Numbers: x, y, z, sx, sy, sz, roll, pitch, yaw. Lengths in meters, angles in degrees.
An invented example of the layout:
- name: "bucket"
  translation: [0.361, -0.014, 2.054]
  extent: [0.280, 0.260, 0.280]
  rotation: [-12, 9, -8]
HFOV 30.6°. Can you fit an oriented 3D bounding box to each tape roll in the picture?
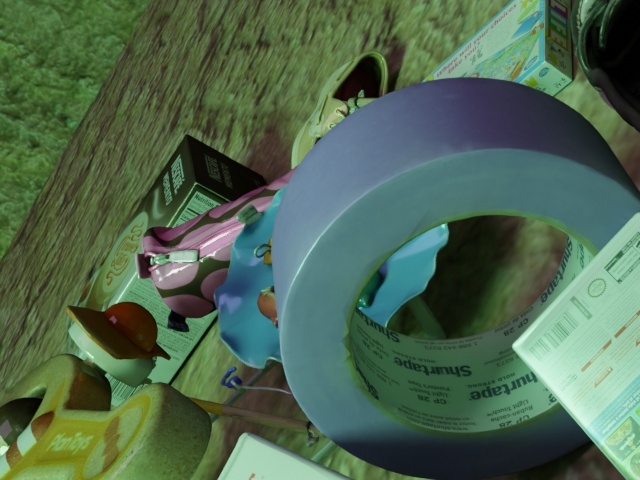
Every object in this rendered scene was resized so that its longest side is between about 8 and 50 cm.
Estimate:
- name: "tape roll"
  translation: [0.072, 0.022, 0.574]
  extent: [0.189, 0.189, 0.080]
  rotation: [-51, 24, 23]

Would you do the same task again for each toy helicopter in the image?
- name: "toy helicopter"
  translation: [-0.152, 0.123, 0.728]
  extent: [0.235, 0.140, 0.355]
  rotation: [-54, 19, -26]

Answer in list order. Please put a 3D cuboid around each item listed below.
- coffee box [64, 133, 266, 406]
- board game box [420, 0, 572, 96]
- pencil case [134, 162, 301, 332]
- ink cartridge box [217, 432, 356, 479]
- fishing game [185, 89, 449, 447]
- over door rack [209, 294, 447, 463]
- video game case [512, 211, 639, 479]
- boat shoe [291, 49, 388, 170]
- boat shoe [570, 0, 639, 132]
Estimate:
- name: "coffee box"
  translation: [-0.156, 0.034, 1.179]
  extent: [0.246, 0.098, 0.141]
  rotation: [-55, 23, 15]
- name: "board game box"
  translation: [0.120, -0.112, 0.854]
  extent: [0.154, 0.026, 0.103]
  rotation: [-40, 29, 42]
- name: "pencil case"
  translation: [-0.038, -0.012, 0.898]
  extent: [0.209, 0.098, 0.095]
  rotation: [-28, 63, 19]
- name: "ink cartridge box"
  translation: [0.019, 0.195, 0.510]
  extent: [0.218, 0.092, 0.159]
  rotation: [12, 68, 50]
- name: "fishing game"
  translation: [0.000, 0.000, 0.760]
  extent: [0.189, 0.041, 0.264]
  rotation: [9, 61, 48]
- name: "over door rack"
  translation: [-0.055, 0.176, 0.802]
  extent: [0.324, 0.108, 0.239]
  rotation: [-53, 18, -21]
- name: "video game case"
  translation: [0.149, 0.060, 0.498]
  extent: [0.087, 0.011, 0.122]
  rotation: [-51, 61, 22]
- name: "boat shoe"
  translation: [0.021, -0.100, 1.008]
  extent: [0.059, 0.063, 0.170]
  rotation: [-44, 26, 49]
- name: "boat shoe"
  translation: [0.191, -0.105, 0.594]
  extent: [0.112, 0.095, 0.335]
  rotation: [-53, 23, 17]
